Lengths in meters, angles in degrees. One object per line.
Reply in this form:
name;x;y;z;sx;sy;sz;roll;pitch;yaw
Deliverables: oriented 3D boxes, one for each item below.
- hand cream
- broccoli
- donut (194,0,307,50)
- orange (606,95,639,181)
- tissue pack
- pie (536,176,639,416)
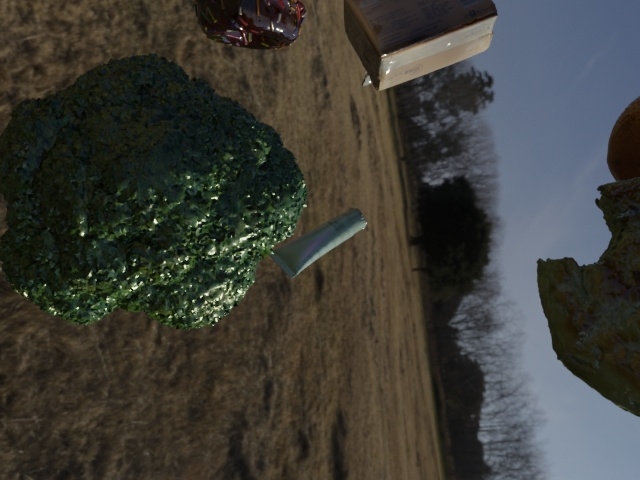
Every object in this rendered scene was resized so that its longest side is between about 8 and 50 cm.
hand cream;0.000;0.000;1.066;0.078;0.204;0.050;44;-29;28
broccoli;-0.219;-0.066;0.713;0.310;0.413;0.321;39;-25;49
donut;-0.142;-0.451;1.110;0.235;0.235;0.089;-24;119;-78
orange;0.682;-0.172;1.016;0.264;0.264;0.264;-8;90;-79
tissue pack;0.231;-0.502;1.329;0.238;0.305;0.239;157;-90;-83
pie;0.414;0.070;0.639;0.067;0.302;0.303;47;37;-69
